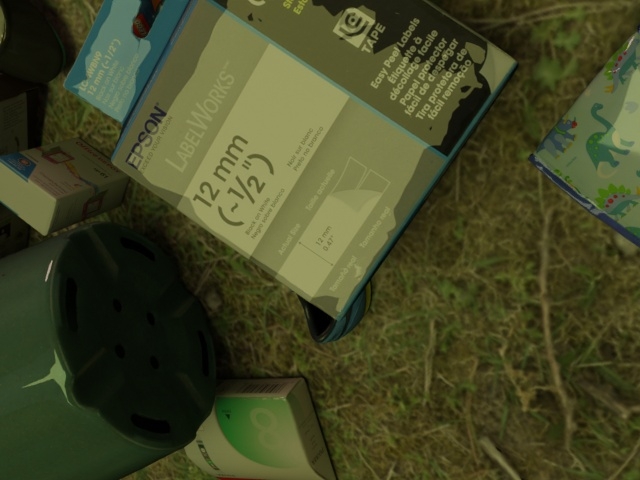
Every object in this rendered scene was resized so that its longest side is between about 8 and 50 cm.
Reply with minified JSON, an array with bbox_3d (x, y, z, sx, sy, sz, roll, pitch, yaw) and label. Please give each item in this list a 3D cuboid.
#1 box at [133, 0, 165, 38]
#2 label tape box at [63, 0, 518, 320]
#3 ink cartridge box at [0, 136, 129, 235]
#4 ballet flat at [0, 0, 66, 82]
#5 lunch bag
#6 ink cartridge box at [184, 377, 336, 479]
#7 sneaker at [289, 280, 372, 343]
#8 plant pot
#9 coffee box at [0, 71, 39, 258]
[{"bbox_3d":[-0.124,-0.238,0.722,0.159,0.044,0.233,-25,96,34],"label":"box"},{"bbox_3d":[-0.052,-0.136,0.625,0.348,0.115,0.249,34,108,2],"label":"label tape box"},{"bbox_3d":[-0.290,-0.064,0.838,0.088,0.122,0.052,34,118,12],"label":"ink cartridge box"},{"bbox_3d":[-0.405,-0.271,0.807,0.280,0.096,0.095,44,118,2],"label":"ballet flat"},{"bbox_3d":[0.259,-0.065,0.550,0.151,0.096,0.129,45,124,18],"label":"lunch bag"},{"bbox_3d":[-0.073,0.274,0.898,0.181,0.056,0.224,-8,104,31],"label":"ink cartridge box"},{"bbox_3d":[0.000,0.000,0.729,0.069,0.082,0.209,0,108,31],"label":"sneaker"},{"bbox_3d":[-0.321,0.155,0.827,0.334,0.341,0.341,-25,96,21],"label":"plant pot"},{"bbox_3d":[-0.434,-0.097,0.908,0.141,0.098,0.246,30,126,13],"label":"coffee box"}]
